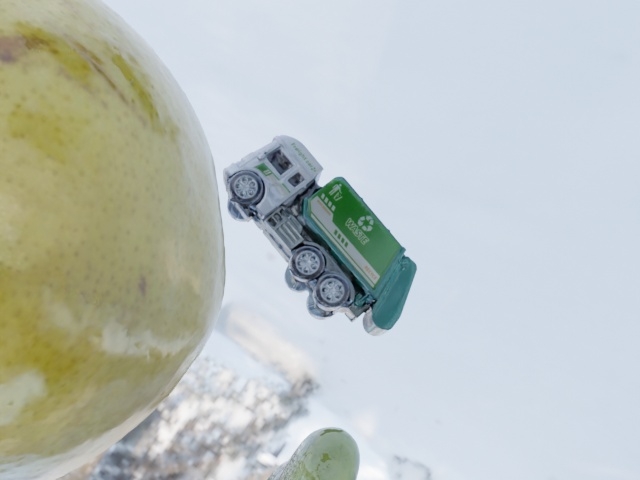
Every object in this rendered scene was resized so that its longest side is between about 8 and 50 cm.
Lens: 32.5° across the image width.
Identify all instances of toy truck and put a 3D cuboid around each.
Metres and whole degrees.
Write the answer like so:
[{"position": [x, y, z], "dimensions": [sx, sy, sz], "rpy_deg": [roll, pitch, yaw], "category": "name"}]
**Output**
[{"position": [0.000, 0.000, 1.239], "dimensions": [0.253, 0.124, 0.114], "rpy_deg": [52, 169, 5], "category": "toy truck"}]

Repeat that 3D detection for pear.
[{"position": [-0.207, -0.013, 0.584], "dimensions": [0.314, 0.314, 0.314], "rpy_deg": [32, 168, 8], "category": "pear"}]

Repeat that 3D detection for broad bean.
[{"position": [-0.018, 0.255, 1.086], "dimensions": [0.082, 0.124, 0.174], "rpy_deg": [22, 147, 1], "category": "broad bean"}]
